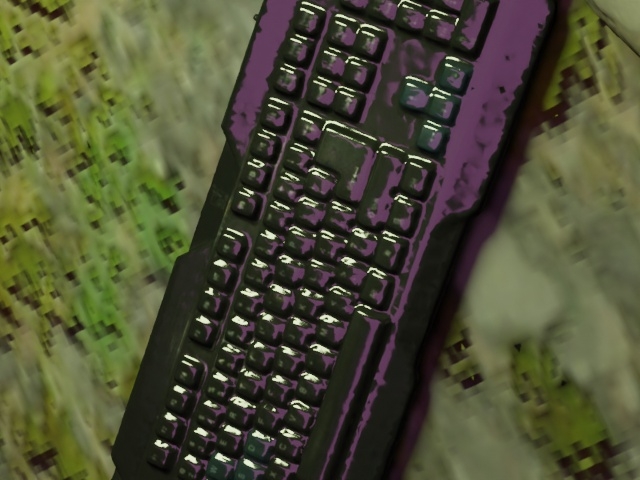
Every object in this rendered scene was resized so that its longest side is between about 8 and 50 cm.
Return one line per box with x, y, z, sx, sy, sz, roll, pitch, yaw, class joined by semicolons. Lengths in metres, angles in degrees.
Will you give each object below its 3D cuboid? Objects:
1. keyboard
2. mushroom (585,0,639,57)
0.000;0.000;0.635;0.106;0.016;0.262;24;101;22;keyboard
0.210;-0.055;0.506;0.351;0.095;0.122;26;82;20;mushroom
